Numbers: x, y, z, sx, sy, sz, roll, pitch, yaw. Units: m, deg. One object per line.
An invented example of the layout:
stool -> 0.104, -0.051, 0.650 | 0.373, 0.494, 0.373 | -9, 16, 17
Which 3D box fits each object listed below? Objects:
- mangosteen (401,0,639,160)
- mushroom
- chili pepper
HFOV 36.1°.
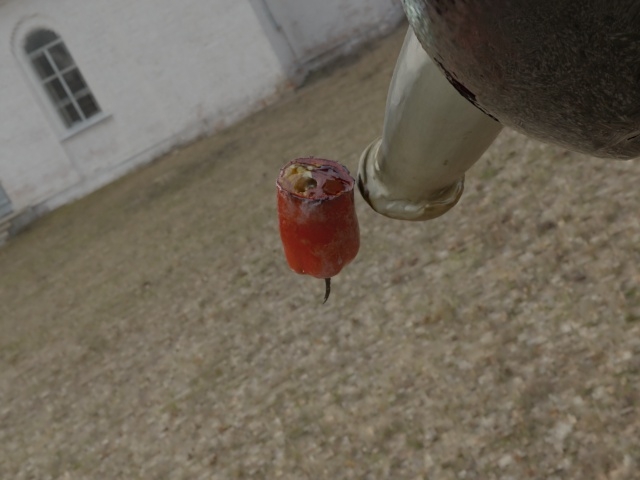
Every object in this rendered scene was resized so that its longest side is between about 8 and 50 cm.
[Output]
mangosteen -> 0.163, -0.191, 0.500 | 0.300, 0.300, 0.300 | -26, 13, 7
mushroom -> 0.141, -0.175, 0.972 | 0.137, 0.154, 0.407 | -16, -24, -27
chili pepper -> 0.000, 0.000, 1.122 | 0.086, 0.192, 0.084 | 25, 46, 34
